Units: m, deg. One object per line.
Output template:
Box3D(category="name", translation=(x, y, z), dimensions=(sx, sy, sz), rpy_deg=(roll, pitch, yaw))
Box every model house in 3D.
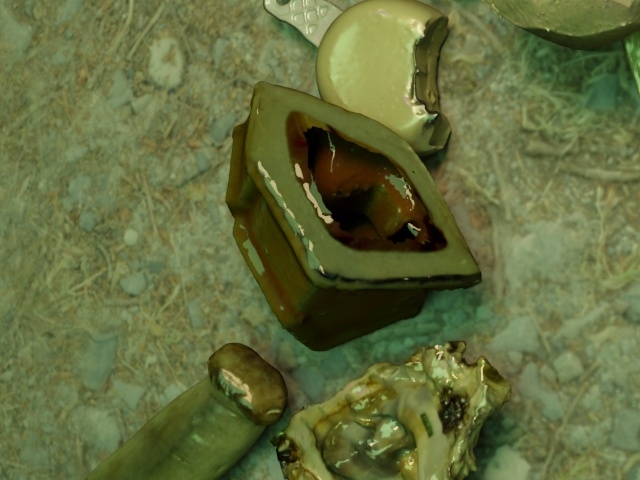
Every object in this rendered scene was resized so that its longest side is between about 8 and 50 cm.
Box3D(category="model house", translation=(0.000, -0.011, 1.246), dimensions=(0.268, 0.173, 0.239), rpy_deg=(63, 154, 14))

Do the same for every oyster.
Box3D(category="oyster", translation=(0.070, 0.241, 1.240), dimensions=(0.354, 0.107, 0.201), rpy_deg=(-37, 52, 35))

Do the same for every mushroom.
Box3D(category="mushroom", translation=(-0.163, 0.242, 1.362), dimensions=(0.333, 0.087, 0.107), rpy_deg=(-44, 67, 24))

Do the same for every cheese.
Box3D(category="cheese", translation=(0.032, -0.185, 1.270), dimensions=(0.249, 0.071, 0.163), rpy_deg=(18, 97, 26))

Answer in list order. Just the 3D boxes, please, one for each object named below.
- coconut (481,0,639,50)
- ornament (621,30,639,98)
Box3D(category="coconut", translation=(0.231, -0.273, 1.046), dimensions=(0.224, 0.224, 0.234), rpy_deg=(17, 125, 27))
Box3D(category="ornament", translation=(0.356, -0.155, 1.112), dimensions=(0.201, 0.059, 0.180), rpy_deg=(34, 104, 27))
